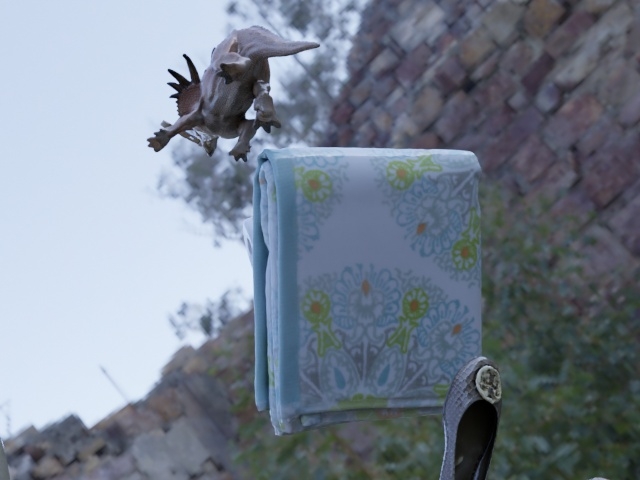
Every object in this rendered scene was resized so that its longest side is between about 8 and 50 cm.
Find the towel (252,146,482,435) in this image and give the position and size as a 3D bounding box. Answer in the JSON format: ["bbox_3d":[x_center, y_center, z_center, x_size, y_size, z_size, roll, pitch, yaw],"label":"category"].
[{"bbox_3d":[0.067,0.063,1.589,0.321,0.374,0.090,-1,2,-28],"label":"towel"}]

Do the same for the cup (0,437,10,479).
[{"bbox_3d":[-0.455,0.292,1.234,0.331,0.331,0.237,124,166,-49],"label":"cup"}]

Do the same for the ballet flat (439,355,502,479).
[{"bbox_3d":[0.173,0.256,1.385,0.058,0.084,0.250,-10,57,57],"label":"ballet flat"}]

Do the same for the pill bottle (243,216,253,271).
[{"bbox_3d":[0.000,0.000,2.357,0.283,0.161,0.161,-15,-18,-8],"label":"pill bottle"}]

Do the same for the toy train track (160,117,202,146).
[{"bbox_3d":[-0.222,-0.171,1.917,0.083,0.014,0.048,26,-64,-34],"label":"toy train track"}]

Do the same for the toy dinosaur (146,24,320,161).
[{"bbox_3d":[-0.124,-0.216,1.603,0.296,0.127,0.200,-44,26,33],"label":"toy dinosaur"}]

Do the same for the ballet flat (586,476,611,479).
[{"bbox_3d":[0.485,0.598,2.138,0.116,0.342,0.124,2,-3,-30],"label":"ballet flat"}]
